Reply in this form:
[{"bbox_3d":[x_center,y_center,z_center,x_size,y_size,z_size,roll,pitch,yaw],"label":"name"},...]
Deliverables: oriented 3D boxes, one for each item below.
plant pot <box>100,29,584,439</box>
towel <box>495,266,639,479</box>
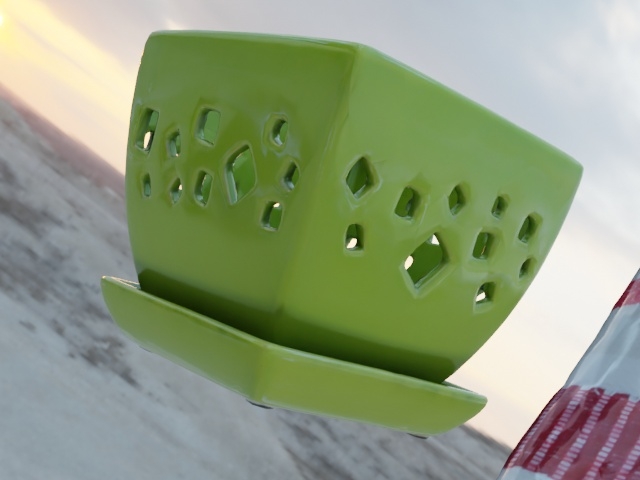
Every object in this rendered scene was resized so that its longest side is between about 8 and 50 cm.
[{"bbox_3d":[0.000,0.000,0.708,0.228,0.207,0.227,18,-2,-41],"label":"plant pot"},{"bbox_3d":[0.129,0.072,0.225,0.237,0.329,0.037,3,-47,48],"label":"towel"}]
